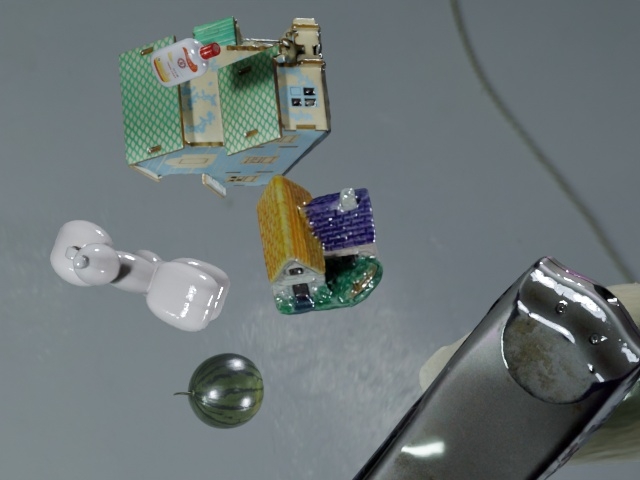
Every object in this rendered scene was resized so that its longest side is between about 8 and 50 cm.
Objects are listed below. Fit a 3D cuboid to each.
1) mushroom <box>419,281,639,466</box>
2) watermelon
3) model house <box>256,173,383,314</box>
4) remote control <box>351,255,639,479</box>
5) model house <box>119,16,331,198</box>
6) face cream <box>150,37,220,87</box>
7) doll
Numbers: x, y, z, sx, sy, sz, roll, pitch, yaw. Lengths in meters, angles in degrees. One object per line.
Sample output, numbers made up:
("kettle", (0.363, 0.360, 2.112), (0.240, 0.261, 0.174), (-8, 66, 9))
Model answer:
("mushroom", (0.174, 0.066, 0.721), (0.096, 0.247, 0.108), (-45, 110, -45))
("watermelon", (-0.142, 0.210, 1.880), (0.133, 0.105, 0.105), (-4, 72, -32))
("model house", (0.000, 0.000, 1.153), (0.101, 0.100, 0.087), (-9, 60, 0))
("remote control", (0.041, 0.097, 0.510), (0.059, 0.028, 0.212), (44, 115, 18))
("model house", (-0.125, -0.156, 1.531), (0.206, 0.271, 0.178), (-4, 81, -18))
("face cream", (-0.131, -0.178, 1.334), (0.021, 0.083, 0.040), (-36, 107, -47))
("doll", (-0.166, 0.030, 1.233), (0.160, 0.161, 0.059), (21, 93, 3))
